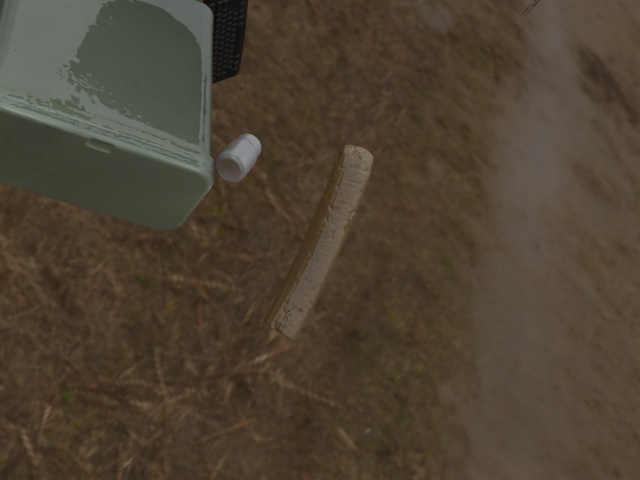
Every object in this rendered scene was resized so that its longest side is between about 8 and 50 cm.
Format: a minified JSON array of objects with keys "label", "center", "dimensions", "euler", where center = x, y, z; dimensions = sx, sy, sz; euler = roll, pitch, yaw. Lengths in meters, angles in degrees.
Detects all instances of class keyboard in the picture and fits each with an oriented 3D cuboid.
[{"label":"keyboard","center":[-0.177,-0.346,2.023],"dimensions":[0.103,0.381,0.041],"euler":[-23,61,-29]}]

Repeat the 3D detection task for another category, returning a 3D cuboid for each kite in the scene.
[{"label":"kite","center":[0.381,-0.425,1.921],"dimensions":[0.006,0.198,0.244],"euler":[43,50,2]}]

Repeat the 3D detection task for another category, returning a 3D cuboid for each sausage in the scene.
[{"label":"sausage","center":[0.001,0.001,1.709],"dimensions":[0.066,0.301,0.066],"euler":[24,7,-3]}]

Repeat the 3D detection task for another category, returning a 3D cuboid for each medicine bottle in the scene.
[{"label":"medicine bottle","center":[-0.128,-0.129,1.805],"dimensions":[0.052,0.052,0.089],"euler":[41,34,-6]}]

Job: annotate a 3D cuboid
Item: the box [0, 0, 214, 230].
[{"label":"box","center":[-0.335,-0.230,1.701],"dimensions":[0.352,0.177,0.344],"euler":[17,51,-24]}]
